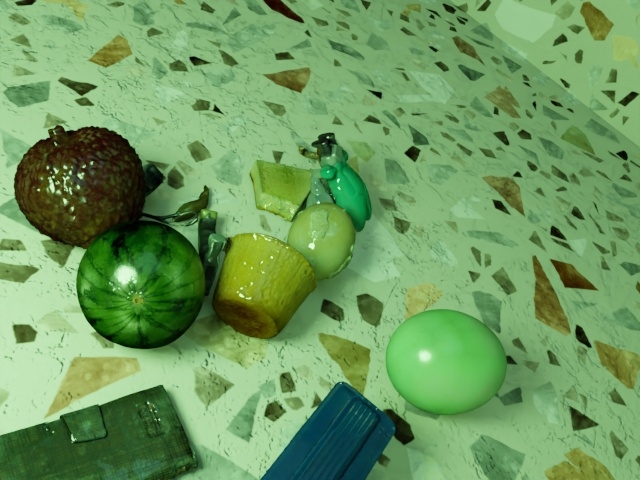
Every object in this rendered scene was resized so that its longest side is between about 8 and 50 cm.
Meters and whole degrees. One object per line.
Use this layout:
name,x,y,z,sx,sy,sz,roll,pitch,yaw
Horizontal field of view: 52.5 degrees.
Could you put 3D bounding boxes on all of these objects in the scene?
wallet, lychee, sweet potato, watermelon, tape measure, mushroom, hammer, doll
wallet,-0.376,0.355,1.073,0.317,0.044,0.169,-11,56,-36
lychee,-0.477,-0.107,1.306,0.260,0.260,0.260,15,46,-16
sweet potato,-0.295,-0.082,1.521,0.041,0.038,0.153,51,40,-12
watermelon,-0.331,0.081,1.207,0.242,0.242,0.242,15,46,-16
tape measure,-0.362,-0.091,1.473,0.180,0.104,0.107,39,30,-15
mushroom,0.003,-0.240,1.800,0.129,0.073,0.088,13,76,-14
hammer,-0.245,0.014,1.409,0.041,0.159,0.226,13,27,-19
doll,0.043,-0.145,1.664,0.195,0.153,0.258,-14,100,-51

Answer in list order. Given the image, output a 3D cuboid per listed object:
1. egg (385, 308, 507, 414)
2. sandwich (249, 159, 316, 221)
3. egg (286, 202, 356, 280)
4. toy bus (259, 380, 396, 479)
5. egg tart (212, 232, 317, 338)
egg,0.269,0.257,1.379,0.269,0.220,0.220,8,48,-20
sandwich,-0.076,-0.122,1.663,0.193,0.058,0.162,6,50,-26
egg,0.000,0.002,1.517,0.164,0.164,0.201,25,54,-6
toy bus,-0.010,0.405,1.128,0.138,0.175,0.287,39,44,8
egg tart,-0.125,0.093,1.342,0.215,0.215,0.171,28,54,-2
